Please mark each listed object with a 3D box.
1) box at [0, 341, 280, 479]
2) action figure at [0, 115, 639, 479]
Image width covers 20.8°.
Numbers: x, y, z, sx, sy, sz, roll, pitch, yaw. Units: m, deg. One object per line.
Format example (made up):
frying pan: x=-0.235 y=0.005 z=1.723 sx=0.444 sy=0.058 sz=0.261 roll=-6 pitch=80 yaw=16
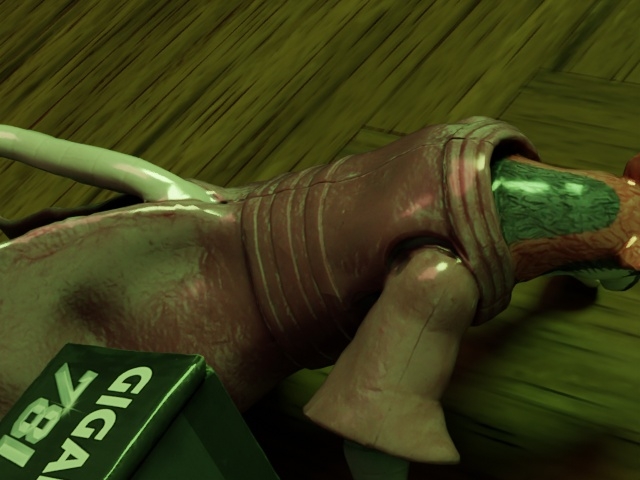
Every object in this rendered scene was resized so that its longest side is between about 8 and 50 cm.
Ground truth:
box: x=-0.074 y=0.235 z=0.530 sx=0.073 sy=0.295 sz=0.293 roll=3 pitch=42 yaw=38
action figure: x=0.000 y=0.000 z=0.826 sx=0.370 sy=0.275 sz=0.248 roll=-18 pitch=29 yaw=28
